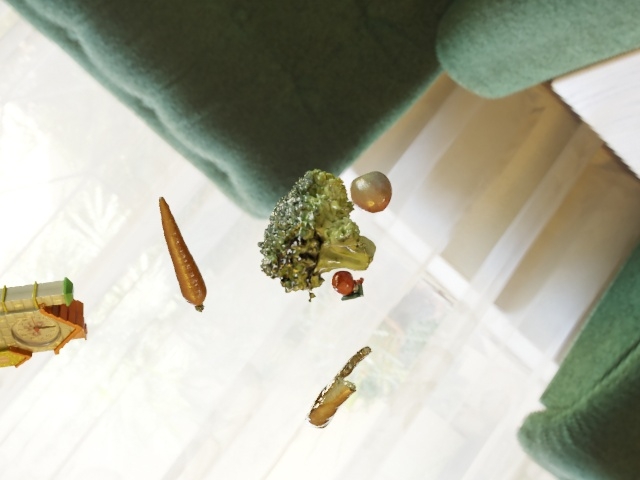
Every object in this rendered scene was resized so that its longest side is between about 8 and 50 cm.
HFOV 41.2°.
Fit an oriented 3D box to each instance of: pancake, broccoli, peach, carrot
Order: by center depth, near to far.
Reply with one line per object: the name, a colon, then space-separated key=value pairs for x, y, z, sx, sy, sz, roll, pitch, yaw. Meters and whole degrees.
peach: x=0.094 y=-0.088 z=1.587 sx=0.083 sy=0.083 sz=0.083 roll=35 pitch=165 yaw=11
pancake: x=0.028 y=0.319 z=1.736 sx=0.056 sy=0.212 sz=0.257 roll=39 pitch=-161 yaw=8
carrot: x=-0.345 y=0.042 z=2.124 sx=0.069 sy=0.069 sz=0.336 roll=21 pitch=134 yaw=48
broccoli: x=-0.001 y=0.000 z=2.145 sx=0.280 sy=0.293 sz=0.348 roll=25 pitch=-151 yaw=-5

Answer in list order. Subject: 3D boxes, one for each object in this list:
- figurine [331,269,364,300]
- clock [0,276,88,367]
figurine: x=0.070 y=0.124 z=2.320 sx=0.068 sy=0.075 sz=0.140 roll=-10 pitch=164 yaw=27
clock: x=-0.722 y=0.205 z=2.126 sx=0.106 sy=0.255 sz=0.220 roll=-104 pitch=9 yaw=-46
